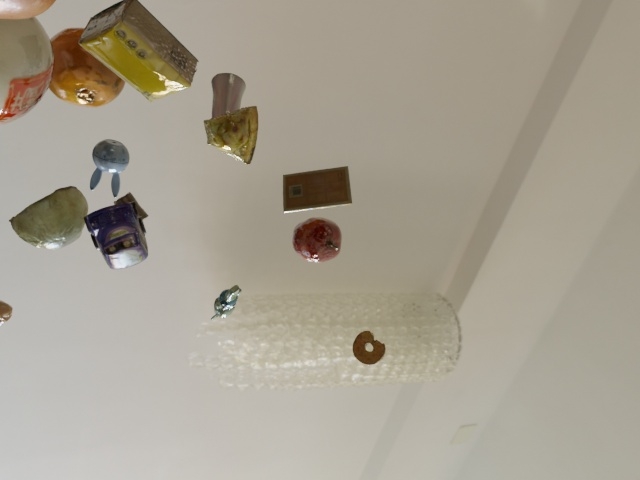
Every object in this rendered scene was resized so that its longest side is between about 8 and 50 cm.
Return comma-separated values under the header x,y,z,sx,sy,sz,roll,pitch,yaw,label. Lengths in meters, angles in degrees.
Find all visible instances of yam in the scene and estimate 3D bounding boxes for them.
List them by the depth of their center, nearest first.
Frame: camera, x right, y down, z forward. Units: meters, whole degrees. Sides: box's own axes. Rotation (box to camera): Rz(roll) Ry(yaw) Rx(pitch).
x,y,z,sx,sy,sz,roll,pitch,yaw,label
-0.750,-0.124,1.865,0.127,0.084,0.084,55,-18,-18,yam

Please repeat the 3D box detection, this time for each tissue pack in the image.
x,y,z,sx,sy,sz,roll,pitch,yaw,label
-0.519,-0.541,1.364,0.192,0.271,0.134,-10,-118,29,tissue pack

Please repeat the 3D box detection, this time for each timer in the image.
x,y,z,sx,sy,sz,roll,pitch,yaw,label
-0.974,-0.352,2.184,0.255,0.175,0.175,117,-33,-43,timer

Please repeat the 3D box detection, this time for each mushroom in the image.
x,y,z,sx,sy,sz,roll,pitch,yaw,label
-0.923,-0.073,1.673,0.190,0.164,0.267,-37,-176,12,mushroom

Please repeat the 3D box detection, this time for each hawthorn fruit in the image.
x,y,z,sx,sy,sz,roll,pitch,yaw,label
0.000,0.000,1.926,0.253,0.205,0.205,7,-87,57,hawthorn fruit

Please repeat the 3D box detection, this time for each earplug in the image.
x,y,z,sx,sy,sz,roll,pitch,yaw,label
-0.460,-0.644,2.302,0.172,0.172,0.301,142,-47,-57,earplug

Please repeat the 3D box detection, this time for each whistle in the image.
x,y,z,sx,sy,sz,roll,pitch,yaw,label
-0.333,0.213,1.669,0.077,0.114,0.235,49,-35,10,whistle

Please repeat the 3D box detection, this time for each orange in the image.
x,y,z,sx,sy,sz,roll,pitch,yaw,label
-0.935,-0.680,1.864,0.312,0.312,0.312,-176,-90,-65,orange

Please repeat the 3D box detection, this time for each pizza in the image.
x,y,z,sx,sy,sz,roll,pitch,yaw,label
-0.282,-0.337,1.583,0.081,0.188,0.204,34,-45,44,pizza

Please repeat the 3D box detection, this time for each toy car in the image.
x,y,z,sx,sy,sz,roll,pitch,yaw,label
-0.655,-0.012,1.537,0.158,0.172,0.235,60,-21,24,toy car

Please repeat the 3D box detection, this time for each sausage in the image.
x,y,z,sx,sy,sz,roll,pitch,yaw,label
-1.290,0.261,1.753,0.136,0.241,0.120,130,-32,-62,sausage

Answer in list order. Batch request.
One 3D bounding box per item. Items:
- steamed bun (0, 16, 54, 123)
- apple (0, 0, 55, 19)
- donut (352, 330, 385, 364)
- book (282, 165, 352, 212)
x,y,z,sx,sy,sz,roll,pitch,yaw,label
-0.881,-0.459,1.272,0.374,0.241,0.374,-41,-155,24,steamed bun
-0.531,-0.456,0.769,0.162,0.201,0.201,-55,-141,36,apple
0.153,0.341,1.474,0.097,0.043,0.108,-45,-127,1,donut
-0.014,-0.182,1.673,0.018,0.242,0.170,76,9,-58,book
